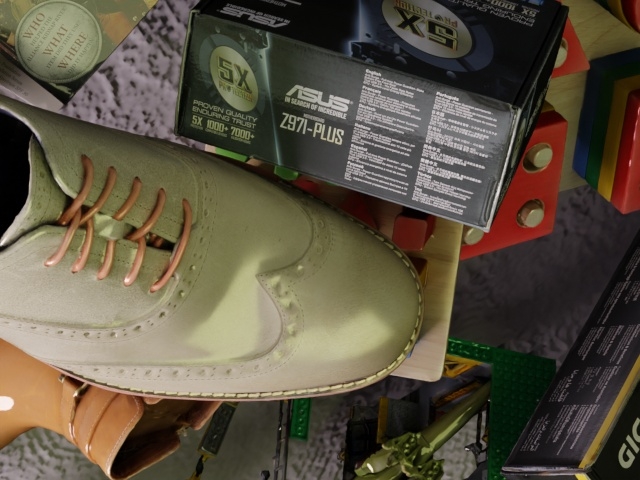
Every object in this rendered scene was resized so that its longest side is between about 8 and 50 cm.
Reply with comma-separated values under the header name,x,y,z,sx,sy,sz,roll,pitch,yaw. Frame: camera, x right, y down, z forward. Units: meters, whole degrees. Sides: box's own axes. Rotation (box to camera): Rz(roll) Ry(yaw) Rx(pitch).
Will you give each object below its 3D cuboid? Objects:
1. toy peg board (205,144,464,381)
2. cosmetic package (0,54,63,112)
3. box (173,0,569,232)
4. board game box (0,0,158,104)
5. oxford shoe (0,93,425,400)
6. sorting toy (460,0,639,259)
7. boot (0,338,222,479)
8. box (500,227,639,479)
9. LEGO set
name,x,y,z,sx,sy,sz,roll,pitch,yaw
toy peg board,0.000,0.000,1.017,0.161,0.079,0.161,9,101,8
cosmetic package,-0.136,-0.130,0.944,0.115,0.041,0.060,-49,134,9
box,0.031,-0.095,0.949,0.147,0.180,0.078,-57,162,-56
board game box,-0.112,-0.211,0.862,0.165,0.042,0.243,39,98,-24
oxford shoe,-0.121,0.004,0.883,0.397,0.146,0.140,13,86,-15
sorting toy,0.151,-0.117,1.107,0.257,0.089,0.255,-15,130,-23
boot,-0.150,0.098,1.030,0.197,0.152,0.073,-47,135,7
box,0.284,0.122,1.186,0.257,0.079,0.322,53,55,-25
LEGO set,0.022,0.198,1.159,0.255,0.331,0.192,4,160,-22
